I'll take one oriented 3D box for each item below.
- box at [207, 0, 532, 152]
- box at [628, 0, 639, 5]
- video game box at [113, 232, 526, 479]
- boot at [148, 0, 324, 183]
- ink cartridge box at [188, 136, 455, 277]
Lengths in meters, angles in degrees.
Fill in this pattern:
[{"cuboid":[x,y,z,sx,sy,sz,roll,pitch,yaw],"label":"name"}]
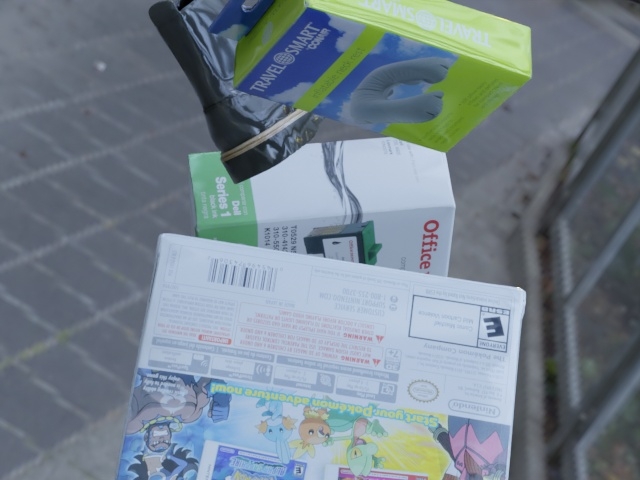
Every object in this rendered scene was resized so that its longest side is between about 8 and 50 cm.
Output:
[{"cuboid":[0.029,-0.116,1.053,0.178,0.109,0.042,15,60,-22],"label":"box"},{"cuboid":[0.115,-0.196,0.574,0.203,0.168,0.167,18,41,-13],"label":"box"},{"cuboid":[-0.001,0.102,0.893,0.205,0.048,0.187,9,63,-1],"label":"video game box"},{"cuboid":[-0.041,-0.141,1.222,0.137,0.077,0.198,60,25,-12],"label":"boot"},{"cuboid":[0.000,0.000,1.452,0.219,0.160,0.092,-5,48,-6],"label":"ink cartridge box"}]
